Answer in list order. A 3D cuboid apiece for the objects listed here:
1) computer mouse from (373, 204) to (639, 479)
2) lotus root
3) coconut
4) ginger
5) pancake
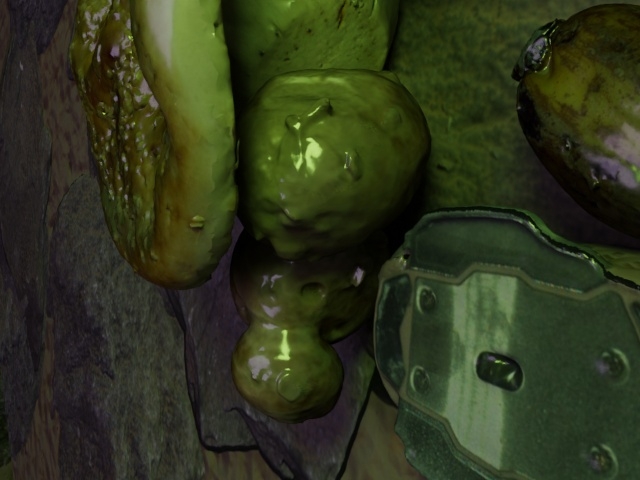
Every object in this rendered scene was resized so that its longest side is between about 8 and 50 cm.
[{"bbox_3d":[0.170,0.081,0.445,0.389,0.114,0.200,17,110,54],"label":"computer mouse"},{"bbox_3d":[0.194,-0.064,0.429,0.209,0.120,0.120,55,130,39],"label":"lotus root"},{"bbox_3d":[-0.048,-0.225,0.696,0.241,0.241,0.241,-6,83,55],"label":"coconut"},{"bbox_3d":[0.000,0.000,0.631,0.245,0.155,0.304,-65,-16,-60],"label":"ginger"},{"bbox_3d":[-0.138,-0.147,0.571,0.387,0.082,0.387,24,117,60],"label":"pancake"}]
